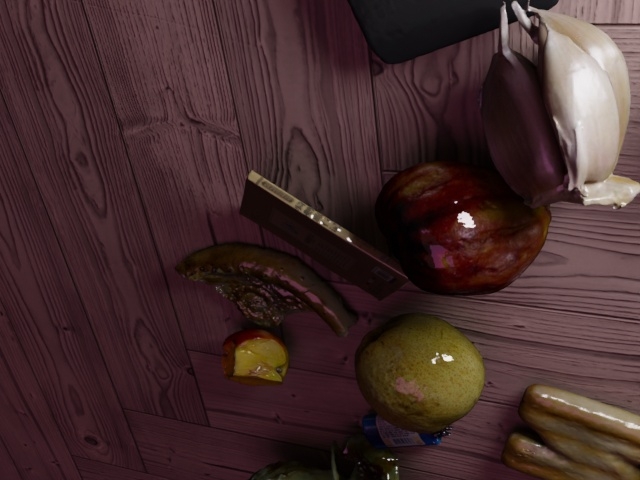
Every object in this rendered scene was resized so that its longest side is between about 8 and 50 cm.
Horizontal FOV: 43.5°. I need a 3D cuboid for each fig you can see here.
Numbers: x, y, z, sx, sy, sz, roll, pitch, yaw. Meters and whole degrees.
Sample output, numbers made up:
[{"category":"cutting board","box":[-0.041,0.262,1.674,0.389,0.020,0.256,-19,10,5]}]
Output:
[{"category":"fig","box":[0.208,-0.016,1.211,0.263,0.224,0.224,14,130,7]}]

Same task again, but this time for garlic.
[{"category":"garlic","box":[0.302,-0.165,1.050,0.210,0.237,0.292,-18,83,24]}]

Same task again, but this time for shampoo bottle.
[{"category":"shampoo bottle","box":[0.179,0.384,1.635,0.183,0.050,0.087,-14,115,33]}]

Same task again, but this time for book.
[{"category":"book","box":[0.000,0.000,1.375,0.310,0.021,0.217,32,164,-1]}]

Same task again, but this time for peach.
[{"category":"peach","box":[-0.132,0.240,1.632,0.151,0.118,0.151,-2,115,-4]}]

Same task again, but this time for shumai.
[{"category":"shumai","box":[0.032,0.610,1.677,0.395,0.395,0.348,37,133,-5]}]

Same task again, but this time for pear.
[{"category":"pear","box":[0.168,0.230,1.430,0.211,0.188,0.228,32,132,-11]}]

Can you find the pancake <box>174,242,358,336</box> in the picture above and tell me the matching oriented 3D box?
[{"category":"pancake","box":[-0.109,0.104,1.556,0.376,0.054,0.197,16,131,15]}]

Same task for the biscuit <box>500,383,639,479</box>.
[{"category":"biscuit","box":[0.495,0.383,1.479,0.290,0.062,0.237,15,130,14]}]

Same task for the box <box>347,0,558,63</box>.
[{"category":"box","box":[0.147,-0.400,1.040,0.288,0.073,0.290,-14,118,32]}]
